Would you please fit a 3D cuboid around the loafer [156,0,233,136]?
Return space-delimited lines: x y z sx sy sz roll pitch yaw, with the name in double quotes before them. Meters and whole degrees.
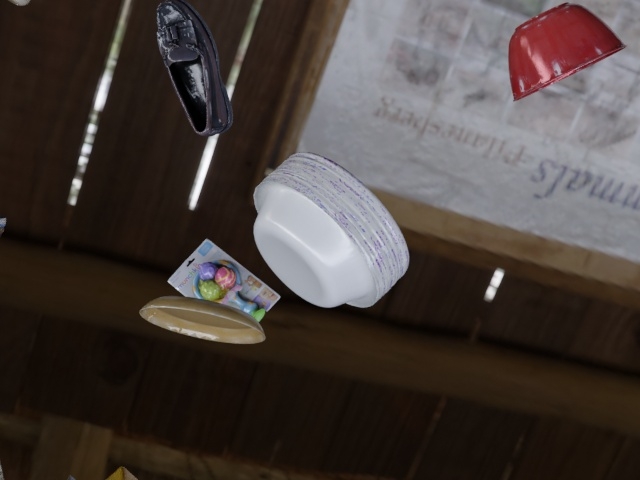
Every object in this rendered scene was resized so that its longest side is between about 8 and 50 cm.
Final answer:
"loafer" -0.271 -0.361 2.237 0.109 0.302 0.095 -17 -169 25

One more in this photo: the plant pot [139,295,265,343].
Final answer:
"plant pot" -0.215 0.145 1.977 0.236 0.032 0.236 9 162 3

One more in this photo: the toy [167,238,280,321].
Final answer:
"toy" -0.223 0.102 2.409 0.237 0.137 0.056 37 166 20

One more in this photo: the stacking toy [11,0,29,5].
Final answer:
"stacking toy" -0.492 -0.585 1.884 0.141 0.330 0.141 33 178 1

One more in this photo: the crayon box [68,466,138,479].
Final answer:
"crayon box" -0.289 0.523 1.815 0.323 0.083 0.203 47 -175 -20

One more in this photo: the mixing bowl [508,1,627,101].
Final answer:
"mixing bowl" 0.346 -0.287 1.576 0.098 0.181 0.181 63 -157 -1

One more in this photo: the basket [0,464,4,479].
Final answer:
"basket" -0.719 0.332 1.712 0.328 0.266 0.331 -12 164 2

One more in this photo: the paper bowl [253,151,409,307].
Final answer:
"paper bowl" 0.000 0.000 1.816 0.284 0.284 0.148 32 -116 32

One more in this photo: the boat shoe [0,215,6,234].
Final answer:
"boat shoe" -0.745 -0.017 2.317 0.066 0.066 0.183 8 -173 22
